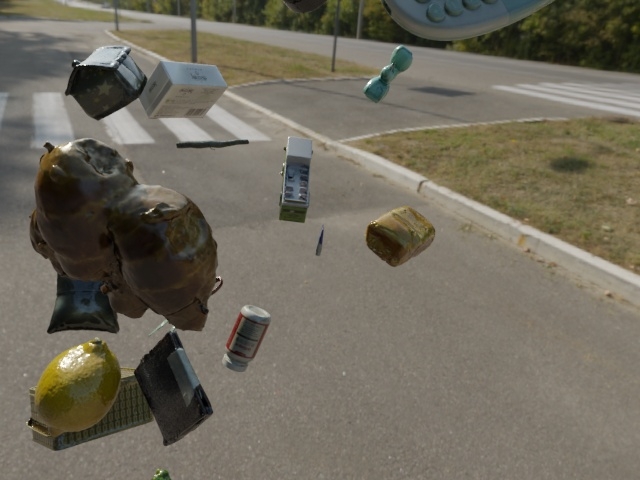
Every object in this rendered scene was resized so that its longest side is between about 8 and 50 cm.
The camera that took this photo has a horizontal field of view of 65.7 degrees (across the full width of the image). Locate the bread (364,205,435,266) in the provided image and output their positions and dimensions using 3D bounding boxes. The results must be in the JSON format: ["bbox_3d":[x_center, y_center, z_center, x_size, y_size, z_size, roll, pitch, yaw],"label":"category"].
[{"bbox_3d":[0.265,-0.021,1.637,0.167,0.132,0.294,46,27,16],"label":"bread"}]

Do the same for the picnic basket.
[{"bbox_3d":[-0.700,0.493,1.512,0.228,0.175,0.313,-9,-4,42],"label":"picnic basket"}]

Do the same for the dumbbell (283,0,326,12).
[{"bbox_3d":[-0.057,-0.422,0.699,0.100,0.100,0.191,21,-4,34],"label":"dumbbell"}]

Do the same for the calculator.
[{"bbox_3d":[0.204,-0.346,0.597,0.295,0.184,0.042,-29,-10,-6],"label":"calculator"}]

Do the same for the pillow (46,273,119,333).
[{"bbox_3d":[-0.664,0.140,1.409,0.186,0.250,0.106,5,-19,-29],"label":"pillow"}]

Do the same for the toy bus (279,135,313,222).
[{"bbox_3d":[-0.085,-0.215,1.738,0.113,0.139,0.302,6,56,-7],"label":"toy bus"}]

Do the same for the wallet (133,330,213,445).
[{"bbox_3d":[-0.362,0.366,1.216,0.071,0.262,0.221,-12,66,-42],"label":"wallet"}]

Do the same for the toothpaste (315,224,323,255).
[{"bbox_3d":[0.000,0.000,1.208,0.015,0.083,0.024,7,30,-7],"label":"toothpaste"}]

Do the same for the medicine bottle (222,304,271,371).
[{"bbox_3d":[-0.301,0.395,2.000,0.131,0.250,0.131,24,5,-2],"label":"medicine bottle"}]

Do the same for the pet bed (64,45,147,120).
[{"bbox_3d":[-0.629,-0.473,1.439,0.183,0.159,0.211,-24,36,11],"label":"pet bed"}]

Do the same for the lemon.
[{"bbox_3d":[-0.583,0.355,1.201,0.187,0.244,0.187,21,-14,5],"label":"lemon"}]

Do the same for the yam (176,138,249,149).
[{"bbox_3d":[-0.350,-0.313,1.616,0.234,0.027,0.029,-5,31,-14],"label":"yam"}]

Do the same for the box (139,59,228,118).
[{"bbox_3d":[-0.501,-0.546,1.816,0.194,0.111,0.260,-35,-12,36],"label":"box"}]

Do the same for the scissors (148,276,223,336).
[{"bbox_3d":[-0.401,0.193,1.458,0.144,0.017,0.248,11,53,37],"label":"scissors"}]

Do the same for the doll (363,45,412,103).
[{"bbox_3d":[0.184,-0.443,1.326,0.059,0.158,0.159,39,26,-1],"label":"doll"}]

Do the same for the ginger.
[{"bbox_3d":[-0.318,0.017,0.814,0.357,0.274,0.152,35,26,-16],"label":"ginger"}]

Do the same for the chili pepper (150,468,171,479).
[{"bbox_3d":[-0.463,0.700,1.372,0.073,0.204,0.072,16,35,-31],"label":"chili pepper"}]
